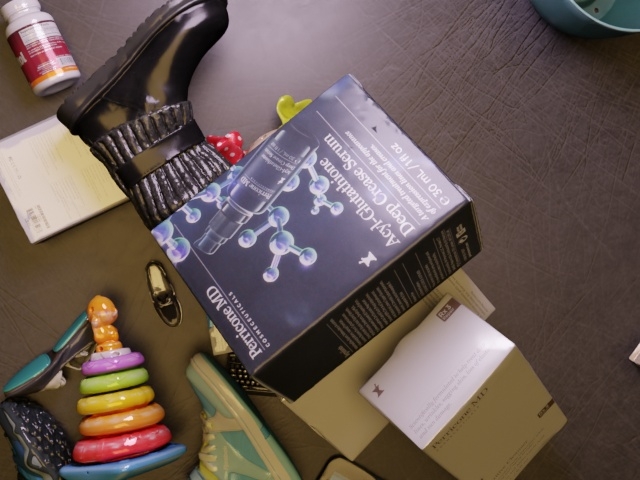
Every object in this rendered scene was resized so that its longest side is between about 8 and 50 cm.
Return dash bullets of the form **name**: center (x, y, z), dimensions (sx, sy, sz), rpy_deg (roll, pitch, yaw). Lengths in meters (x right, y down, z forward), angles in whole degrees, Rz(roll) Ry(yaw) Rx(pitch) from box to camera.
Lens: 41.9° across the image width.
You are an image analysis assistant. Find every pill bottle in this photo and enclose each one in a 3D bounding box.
- **pill bottle**: center (-0.476, -0.328, 1.414), dimensions (0.086, 0.086, 0.152), rpy_deg (-26, 94, -5)

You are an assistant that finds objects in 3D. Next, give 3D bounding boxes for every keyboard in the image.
- **keyboard**: center (-0.079, 0.231, 1.514), dimensions (0.180, 0.023, 0.108), rpy_deg (6, 91, -8)

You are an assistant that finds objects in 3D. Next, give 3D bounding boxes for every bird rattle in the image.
- **bird rattle**: center (-0.074, -0.127, 1.455), dimensions (0.253, 0.143, 0.207), rpy_deg (-35, 112, -2)

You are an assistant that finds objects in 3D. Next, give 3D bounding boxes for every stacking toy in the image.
- **stacking toy**: center (-0.347, 0.241, 1.401), dimensions (0.175, 0.166, 0.302), rpy_deg (-13, 85, 33)

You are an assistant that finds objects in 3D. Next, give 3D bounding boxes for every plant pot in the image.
- **plant pot**: center (0.487, -0.485, 1.452), dimensions (0.293, 0.235, 0.293), rpy_deg (0, 92, -8)

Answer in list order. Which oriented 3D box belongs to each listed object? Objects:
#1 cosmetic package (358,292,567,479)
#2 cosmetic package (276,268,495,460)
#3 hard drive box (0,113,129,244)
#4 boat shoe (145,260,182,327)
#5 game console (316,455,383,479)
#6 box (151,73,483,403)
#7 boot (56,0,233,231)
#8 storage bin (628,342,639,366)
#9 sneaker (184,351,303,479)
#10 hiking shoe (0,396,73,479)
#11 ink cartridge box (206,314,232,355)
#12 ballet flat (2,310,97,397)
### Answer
- **cosmetic package**: center (0.248, 0.273, 1.382), dimensions (0.217, 0.385, 0.156), rpy_deg (-49, 53, -2)
- **cosmetic package**: center (0.094, 0.167, 1.439), dimensions (0.365, 0.155, 0.197), rpy_deg (-44, 117, -4)
- **hard drive box**: center (-0.417, -0.123, 1.426), dimensions (0.232, 0.089, 0.181), rpy_deg (-25, 95, -5)
- **boat shoe**: center (-0.277, 0.096, 1.476), dimensions (0.046, 0.038, 0.125), rpy_deg (-16, 94, -6)
- **game console**: center (0.068, 0.580, 1.475), dimensions (0.173, 0.250, 0.293), rpy_deg (32, 88, -34)
- **box**: center (0.000, 0.000, 1.287), dimensions (0.395, 0.212, 0.293), rpy_deg (-39, 64, -1)
- **boot**: center (-0.214, -0.207, 1.338), dimensions (0.348, 0.131, 0.260), rpy_deg (-44, 86, -1)
- **storage bin**: center (0.772, 0.208, 1.567), dimensions (0.262, 0.123, 0.260), rpy_deg (37, 88, -6)
- **sneaker**: center (-0.186, 0.366, 1.444), dimensions (0.208, 0.127, 0.319), rpy_deg (-34, 101, -5)
- **hiking shoe**: center (-0.482, 0.414, 1.427), dimensions (0.132, 0.113, 0.304), rpy_deg (-32, 89, 6)
- **ink cartridge box**: center (-0.111, 0.133, 1.486), dimensions (0.180, 0.060, 0.104), rpy_deg (-11, 94, -7)
- **ballet flat**: center (-0.450, 0.212, 1.445), dimensions (0.203, 0.074, 0.074), rpy_deg (-44, 96, -10)
